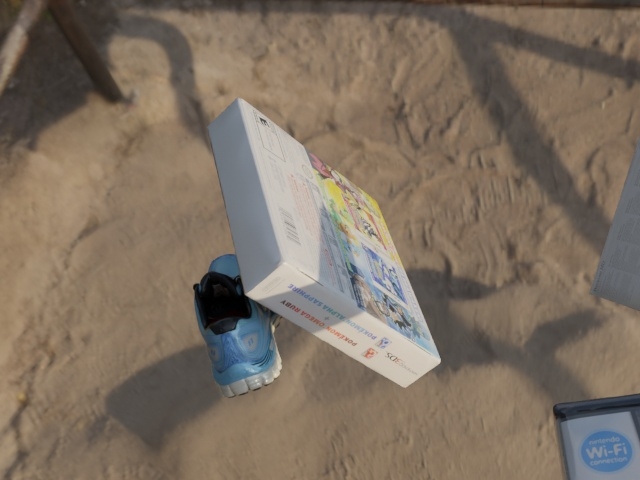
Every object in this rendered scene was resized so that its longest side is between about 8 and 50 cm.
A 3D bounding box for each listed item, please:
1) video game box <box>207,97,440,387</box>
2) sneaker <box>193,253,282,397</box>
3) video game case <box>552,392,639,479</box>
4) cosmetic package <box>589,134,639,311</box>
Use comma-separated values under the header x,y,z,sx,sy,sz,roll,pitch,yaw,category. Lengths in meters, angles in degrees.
x,y,z,sx,sy,sz,roll,pitch,yaw,category
0.000,0.000,0.775,0.048,0.187,0.205,-42,39,21,video game box
-0.065,0.046,0.731,0.063,0.073,0.162,-20,27,-1,sneaker
0.250,0.155,0.390,0.274,0.035,0.248,-10,40,12,video game case
0.393,-0.035,1.086,0.099,0.060,0.239,25,99,61,cosmetic package
